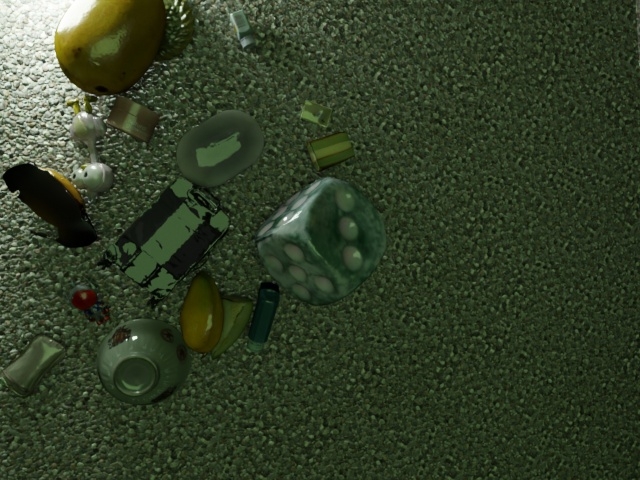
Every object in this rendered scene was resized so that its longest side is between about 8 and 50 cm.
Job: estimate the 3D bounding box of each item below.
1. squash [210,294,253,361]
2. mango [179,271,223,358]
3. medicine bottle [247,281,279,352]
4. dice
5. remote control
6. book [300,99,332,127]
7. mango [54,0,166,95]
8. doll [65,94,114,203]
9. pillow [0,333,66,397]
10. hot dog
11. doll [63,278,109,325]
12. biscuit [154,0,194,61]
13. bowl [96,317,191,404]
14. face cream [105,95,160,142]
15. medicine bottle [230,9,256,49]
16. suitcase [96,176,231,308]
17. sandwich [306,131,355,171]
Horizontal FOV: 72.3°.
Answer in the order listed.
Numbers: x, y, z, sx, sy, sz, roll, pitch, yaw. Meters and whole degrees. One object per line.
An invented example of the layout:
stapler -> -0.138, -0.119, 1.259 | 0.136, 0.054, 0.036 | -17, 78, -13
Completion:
squash -> -0.323, 0.340, 1.652 | 0.093, 0.170, 0.251 | 1, 93, -55
mango -> -0.435, 0.271, 1.608 | 0.177, 0.119, 0.316 | -3, 81, 32
medicine bottle -> -0.220, 0.296, 1.679 | 0.079, 0.124, 0.258 | 13, 103, -16
dice -> 0.000, 0.000, 1.533 | 0.348, 0.330, 0.328 | 47, 54, -11
remote control -> -0.364, -0.337, 1.607 | 0.332, 0.103, 0.221 | -34, 105, -7
book -> -0.016, -0.495, 1.712 | 0.111, 0.014, 0.077 | 17, 90, -12
mango -> -0.685, -0.695, 1.455 | 0.300, 0.232, 0.445 | 26, 87, 5
doll -> -0.798, -0.308, 1.518 | 0.160, 0.094, 0.364 | -4, 89, 21
pillow -> -1.022, 0.441, 1.555 | 0.131, 0.038, 0.232 | 41, 84, -8
hot dog -> -0.913, -0.120, 1.515 | 0.194, 0.107, 0.325 | -22, 107, 0
doll -> -0.835, 0.217, 1.571 | 0.104, 0.062, 0.194 | -30, 107, 9
biscuit -> -0.549, -0.788, 1.579 | 0.187, 0.036, 0.273 | -6, 94, -11
bowl -> -0.645, 0.461, 1.572 | 0.338, 0.157, 0.336 | -1, 94, -11
face cream -> -0.650, -0.418, 1.522 | 0.149, 0.149, 0.104 | 25, 89, -12
medicine bottle -> -0.284, -0.771, 1.613 | 0.055, 0.074, 0.117 | -25, 99, -9
suitcase -> -0.524, -0.004, 1.548 | 0.283, 0.194, 0.434 | 42, 85, -10
sandwich -> 0.049, -0.345, 1.670 | 0.188, 0.144, 0.117 | -23, 100, -9
